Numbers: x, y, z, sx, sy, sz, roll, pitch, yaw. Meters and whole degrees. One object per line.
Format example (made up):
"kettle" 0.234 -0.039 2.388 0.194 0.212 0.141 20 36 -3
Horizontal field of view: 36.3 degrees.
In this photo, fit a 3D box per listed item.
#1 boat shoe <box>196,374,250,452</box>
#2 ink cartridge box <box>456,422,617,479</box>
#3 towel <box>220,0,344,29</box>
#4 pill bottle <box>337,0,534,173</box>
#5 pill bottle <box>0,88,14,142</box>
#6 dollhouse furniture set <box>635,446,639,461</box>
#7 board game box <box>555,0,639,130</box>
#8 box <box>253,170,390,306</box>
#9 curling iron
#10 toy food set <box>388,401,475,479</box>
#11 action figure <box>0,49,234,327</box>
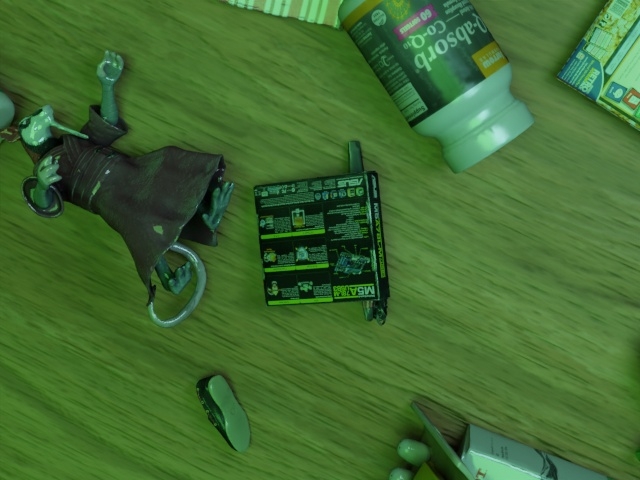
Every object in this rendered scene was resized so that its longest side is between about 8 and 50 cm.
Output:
"boat shoe" -0.151 0.271 1.526 0.042 0.049 0.133 -15 106 39
"ink cartridge box" 0.313 0.425 1.436 0.289 0.121 0.211 21 102 5
"towel" -0.046 -0.393 1.400 0.197 0.029 0.144 14 102 4
"pill bottle" 0.160 -0.241 1.323 0.162 0.162 0.278 -34 93 13
"pill bottle" -0.647 -0.250 1.429 0.361 0.204 0.204 43 103 -1
"dollhouse furniture set" 0.518 0.355 1.407 0.058 0.076 0.152 -21 100 54
"board game box" 0.442 -0.231 1.324 0.193 0.045 0.147 36 108 9
"box" 0.000 0.000 1.415 0.190 0.045 0.184 -6 93 28
"curling iron" 0.062 -0.010 1.437 0.035 0.068 0.274 -9 93 12
"toy food set" 0.093 0.400 1.392 0.092 0.220 0.306 28 94 -16
"action figure" -0.308 -0.089 1.449 0.370 0.248 0.276 27 146 16
